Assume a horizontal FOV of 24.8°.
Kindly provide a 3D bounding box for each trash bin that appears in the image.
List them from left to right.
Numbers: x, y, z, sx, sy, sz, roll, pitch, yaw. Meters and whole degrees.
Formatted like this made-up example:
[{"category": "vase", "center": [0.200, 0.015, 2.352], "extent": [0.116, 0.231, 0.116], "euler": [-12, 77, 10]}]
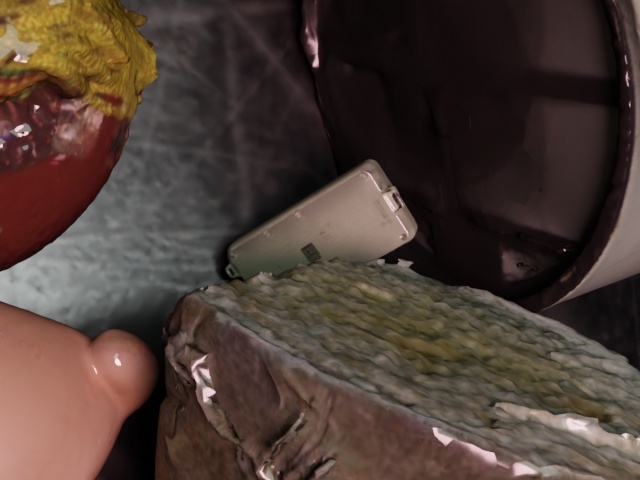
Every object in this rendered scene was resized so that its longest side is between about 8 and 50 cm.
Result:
[{"category": "trash bin", "center": [0.157, -0.103, 0.672], "extent": [0.262, 0.217, 0.277], "euler": [-18, 98, -31]}]

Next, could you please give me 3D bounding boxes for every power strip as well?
[{"category": "power strip", "center": [0.000, 0.000, 0.652], "extent": [0.040, 0.090, 0.016], "euler": [56, 22, -8]}]

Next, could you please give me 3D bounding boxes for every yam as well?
[{"category": "yam", "center": [0.034, 0.162, 0.536], "extent": [0.202, 0.201, 0.271], "euler": [-20, 129, -64]}]

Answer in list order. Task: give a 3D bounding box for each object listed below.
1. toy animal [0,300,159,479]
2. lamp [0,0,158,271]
[{"category": "toy animal", "center": [-0.149, 0.114, 0.502], "extent": [0.171, 0.171, 0.197], "euler": [19, 69, -27]}, {"category": "lamp", "center": [-0.142, -0.064, 0.541], "extent": [0.156, 0.135, 0.157], "euler": [33, 71, -22]}]
